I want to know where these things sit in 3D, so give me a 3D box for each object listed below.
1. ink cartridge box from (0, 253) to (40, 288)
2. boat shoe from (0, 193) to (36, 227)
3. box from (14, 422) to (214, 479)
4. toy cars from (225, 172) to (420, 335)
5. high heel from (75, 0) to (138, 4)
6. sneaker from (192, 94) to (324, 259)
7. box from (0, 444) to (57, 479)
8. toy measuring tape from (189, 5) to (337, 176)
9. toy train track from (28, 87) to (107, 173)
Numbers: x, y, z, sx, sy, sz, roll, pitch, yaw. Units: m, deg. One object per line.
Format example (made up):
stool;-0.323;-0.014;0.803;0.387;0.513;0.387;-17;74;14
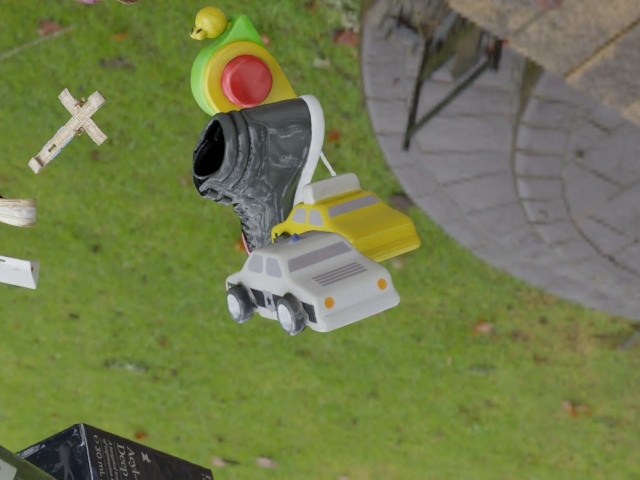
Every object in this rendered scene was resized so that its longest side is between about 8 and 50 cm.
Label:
ink cartridge box;-0.573;0.032;2.138;0.145;0.045;0.179;12;159;-6
boat shoe;-0.561;-0.067;2.065;0.170;0.059;0.063;13;-175;4
box;-0.323;0.499;1.927;0.212;0.293;0.395;-26;151;15
toy cars;0.000;0.000;1.180;0.176;0.394;0.087;-10;101;12
high heel;-0.404;-0.441;1.610;0.181;0.127;0.377;22;162;46
sneaker;-0.097;-0.048;1.508;0.147;0.104;0.296;-3;127;-23
box;-0.282;0.107;0.546;0.270;0.143;0.165;21;161;12
toy measuring tape;-0.085;-0.166;1.645;0.121;0.121;0.330;-16;119;32
toy train track;-0.188;-0.079;0.890;0.083;0.014;0.048;-42;86;23
